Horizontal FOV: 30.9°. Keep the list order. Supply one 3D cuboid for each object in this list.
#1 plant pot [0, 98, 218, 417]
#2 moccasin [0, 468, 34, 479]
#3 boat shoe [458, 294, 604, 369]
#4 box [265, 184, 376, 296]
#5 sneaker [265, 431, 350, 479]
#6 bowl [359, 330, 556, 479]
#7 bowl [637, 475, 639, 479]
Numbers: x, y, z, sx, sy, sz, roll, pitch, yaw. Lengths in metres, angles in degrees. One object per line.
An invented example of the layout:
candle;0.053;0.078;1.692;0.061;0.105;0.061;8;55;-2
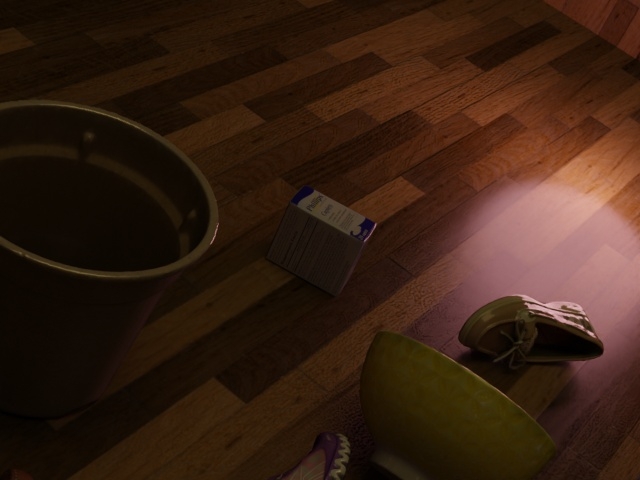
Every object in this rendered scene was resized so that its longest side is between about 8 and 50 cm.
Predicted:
plant pot;-0.333;0.042;1.455;0.334;0.305;0.334;17;35;-13
moccasin;-0.395;0.370;1.147;0.147;0.139;0.380;32;43;-5
boat shoe;0.355;0.155;1.915;0.285;0.104;0.089;-1;39;-34
box;0.000;0.000;1.879;0.137;0.126;0.072;29;36;5
sneaker;-0.030;0.323;1.469;0.105;0.095;0.236;18;35;3
bowl;0.155;0.267;1.568;0.289;0.289;0.156;33;78;11
bowl;0.620;0.474;1.682;0.391;0.077;0.391;17;35;-12
